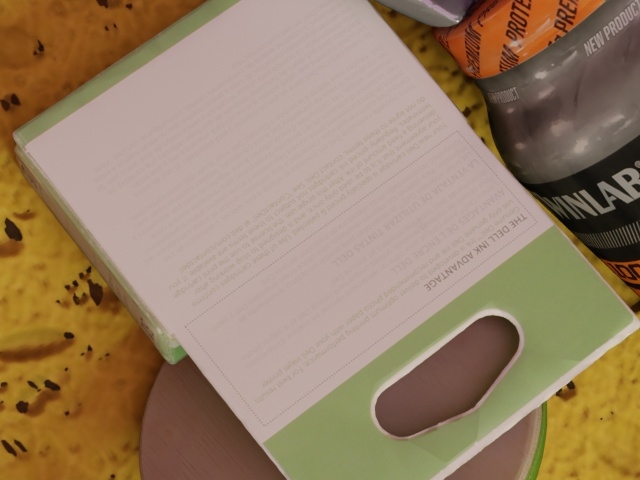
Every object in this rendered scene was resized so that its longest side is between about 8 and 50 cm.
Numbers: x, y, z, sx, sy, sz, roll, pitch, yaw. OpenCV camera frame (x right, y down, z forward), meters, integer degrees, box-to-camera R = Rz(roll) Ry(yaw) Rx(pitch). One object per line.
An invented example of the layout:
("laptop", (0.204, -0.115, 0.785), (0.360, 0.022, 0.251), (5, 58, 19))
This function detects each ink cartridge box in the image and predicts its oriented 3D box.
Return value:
("ink cartridge box", (0.000, 0.000, 0.784), (0.171, 0.056, 0.235), (-36, 79, -15))

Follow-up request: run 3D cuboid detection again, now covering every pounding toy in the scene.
("pounding toy", (0.022, 0.126, 0.799), (0.183, 0.110, 0.237), (-11, 55, 11))

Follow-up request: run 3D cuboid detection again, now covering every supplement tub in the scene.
("supplement tub", (0.214, -0.043, 0.823), (0.316, 0.193, 0.193), (42, 78, -13))

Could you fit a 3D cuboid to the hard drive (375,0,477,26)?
("hard drive", (-0.008, -0.219, 0.793), (0.254, 0.054, 0.172), (37, 66, -4))
